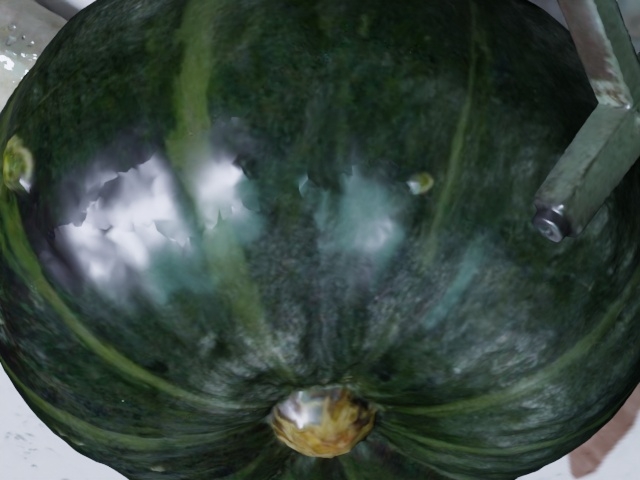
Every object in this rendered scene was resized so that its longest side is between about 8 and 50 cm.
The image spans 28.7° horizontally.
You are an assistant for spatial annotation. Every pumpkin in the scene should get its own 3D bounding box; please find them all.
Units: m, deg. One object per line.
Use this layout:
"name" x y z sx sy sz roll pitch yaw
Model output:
"pumpkin" 0.000 0.000 0.551 0.300 0.207 0.300 2 147 1

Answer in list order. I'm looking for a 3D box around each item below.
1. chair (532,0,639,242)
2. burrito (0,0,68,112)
"chair" 0.169 -0.126 0.389 0.147 0.270 0.136 16 149 45
"burrito" -0.172 -0.099 0.656 0.226 0.060 0.087 35 127 -6
